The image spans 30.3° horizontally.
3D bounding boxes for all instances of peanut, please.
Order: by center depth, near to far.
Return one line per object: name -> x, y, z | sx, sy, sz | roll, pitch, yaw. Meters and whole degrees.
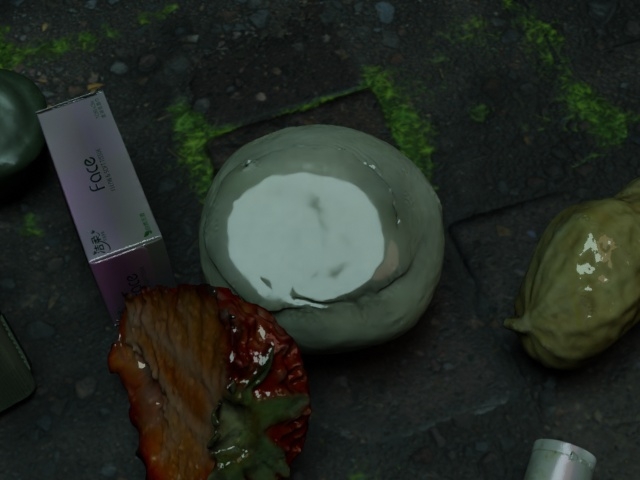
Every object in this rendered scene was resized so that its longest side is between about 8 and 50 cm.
peanut -> 0.330, 0.016, 1.312 | 0.291, 0.159, 0.143 | -37, 53, -17

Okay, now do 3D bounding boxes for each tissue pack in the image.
tissue pack -> -0.257, -0.044, 1.424 | 0.092, 0.149, 0.246 | -20, 56, -9

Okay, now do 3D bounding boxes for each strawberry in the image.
strawberry -> -0.109, 0.174, 1.258 | 0.150, 0.280, 0.254 | 4, 87, -32

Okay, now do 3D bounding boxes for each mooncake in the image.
mooncake -> -0.432, -0.136, 1.512 | 0.168, 0.104, 0.175 | 46, 59, 1

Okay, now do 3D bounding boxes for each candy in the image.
candy -> 0.000, 0.000, 1.344 | 0.295, 0.185, 0.296 | -1, 68, 4

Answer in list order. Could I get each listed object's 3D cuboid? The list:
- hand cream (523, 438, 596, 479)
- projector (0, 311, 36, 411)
hand cream -> 0.208, 0.355, 1.168 | 0.111, 0.070, 0.312 | 16, 67, 14
projector -> -0.461, 0.136, 1.307 | 0.242, 0.177, 0.163 | -29, 58, -12
